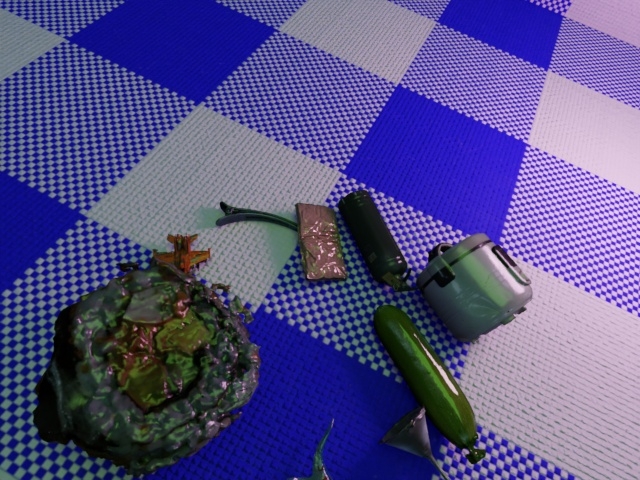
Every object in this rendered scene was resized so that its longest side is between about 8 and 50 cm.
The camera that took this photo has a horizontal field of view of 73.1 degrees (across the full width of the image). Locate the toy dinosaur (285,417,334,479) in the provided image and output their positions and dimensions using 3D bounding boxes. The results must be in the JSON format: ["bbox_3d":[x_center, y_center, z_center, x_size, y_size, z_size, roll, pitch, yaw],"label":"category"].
[{"bbox_3d":[-0.009,0.512,0.796,0.144,0.076,0.329,1,62,-23],"label":"toy dinosaur"}]

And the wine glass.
[{"bbox_3d":[0.221,0.441,0.868,0.122,0.122,0.183,-31,74,-26],"label":"wine glass"}]

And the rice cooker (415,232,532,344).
[{"bbox_3d":[0.363,0.104,1.040,0.226,0.226,0.244,-26,65,-24],"label":"rice cooker"}]

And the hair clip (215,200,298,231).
[{"bbox_3d":[-0.155,-0.057,1.141,0.230,0.039,0.070,7,56,-8],"label":"hair clip"}]

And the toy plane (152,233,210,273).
[{"bbox_3d":[-0.327,0.067,1.024,0.135,0.062,0.188,-4,73,-14],"label":"toy plane"}]

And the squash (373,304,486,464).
[{"bbox_3d":[0.237,0.303,0.961,0.101,0.101,0.378,-21,61,-22],"label":"squash"}]

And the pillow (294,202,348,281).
[{"bbox_3d":[0.000,0.000,1.124,0.126,0.043,0.232,4,59,-23],"label":"pillow"}]

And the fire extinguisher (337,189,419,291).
[{"bbox_3d":[0.150,0.010,1.118,0.095,0.114,0.311,1,56,-41],"label":"fire extinguisher"}]

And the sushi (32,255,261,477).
[{"bbox_3d":[-0.316,0.235,0.846,0.418,0.176,0.417,5,60,-8],"label":"sushi"}]
